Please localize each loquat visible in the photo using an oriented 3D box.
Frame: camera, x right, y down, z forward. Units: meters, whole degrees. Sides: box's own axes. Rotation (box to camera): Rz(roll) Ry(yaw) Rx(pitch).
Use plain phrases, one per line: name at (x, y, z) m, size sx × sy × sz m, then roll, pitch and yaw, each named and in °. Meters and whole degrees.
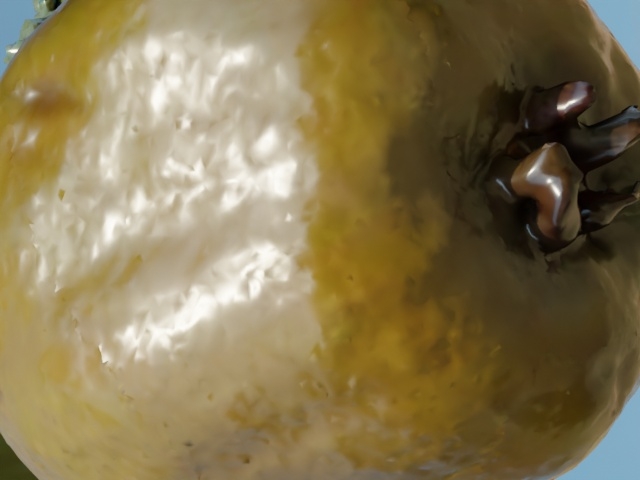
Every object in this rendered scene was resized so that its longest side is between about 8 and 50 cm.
loquat at (0.000, 0.000, 0.524) m, size 0.176 × 0.234 × 0.187 m, roll -11°, pitch -97°, yaw -54°

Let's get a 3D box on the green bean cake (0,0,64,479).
green bean cake at (-0.142, 0.018, 0.902) m, size 0.202 × 0.309 × 0.285 m, roll -104°, pitch -1°, yaw -47°
